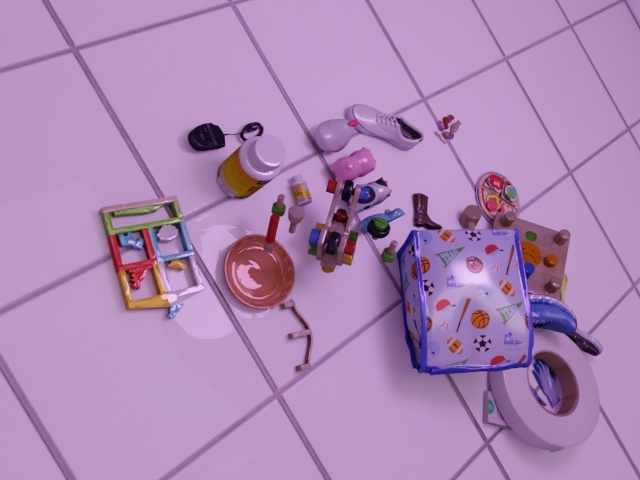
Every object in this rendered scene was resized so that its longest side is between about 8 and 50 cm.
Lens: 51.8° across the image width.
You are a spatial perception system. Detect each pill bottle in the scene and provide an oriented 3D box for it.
[{"bbox_3d":[-0.055,-0.140,1.837,0.043,0.043,0.083,-13,82,-34],"label":"pill bottle"},{"bbox_3d":[-0.173,-0.189,1.677,0.117,0.215,0.117,10,70,-28],"label":"pill bottle"}]

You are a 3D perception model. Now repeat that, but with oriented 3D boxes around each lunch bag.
[{"bbox_3d":[0.401,0.180,1.853,0.328,0.239,0.385,-3,67,-7],"label":"lunch bag"}]

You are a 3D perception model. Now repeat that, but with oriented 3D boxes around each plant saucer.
[{"bbox_3d":[-0.161,0.083,1.707,0.200,0.037,0.199,9,71,-28],"label":"plant saucer"}]

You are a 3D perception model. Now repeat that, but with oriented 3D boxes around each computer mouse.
[{"bbox_3d":[-0.253,-0.281,1.771,0.242,0.041,0.071,-15,82,-40],"label":"computer mouse"}]

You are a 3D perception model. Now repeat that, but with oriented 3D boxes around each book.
[{"bbox_3d":[0.558,0.520,2.011,0.144,0.035,0.096,18,62,-24],"label":"book"}]

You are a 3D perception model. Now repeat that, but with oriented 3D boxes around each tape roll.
[{"bbox_3d":[0.702,0.453,2.057,0.392,0.072,0.391,13,60,-23],"label":"tape roll"}]

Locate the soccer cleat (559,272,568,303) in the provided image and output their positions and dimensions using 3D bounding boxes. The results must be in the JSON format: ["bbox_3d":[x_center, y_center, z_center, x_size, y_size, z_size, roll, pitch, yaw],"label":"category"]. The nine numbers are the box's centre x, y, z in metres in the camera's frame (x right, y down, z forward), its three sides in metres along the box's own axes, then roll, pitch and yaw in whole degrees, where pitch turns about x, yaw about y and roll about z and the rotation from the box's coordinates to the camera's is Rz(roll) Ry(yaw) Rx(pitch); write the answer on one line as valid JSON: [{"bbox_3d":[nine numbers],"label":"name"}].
[{"bbox_3d":[0.783,0.153,2.198,0.121,0.093,0.289,2,63,-13],"label":"soccer cleat"}]

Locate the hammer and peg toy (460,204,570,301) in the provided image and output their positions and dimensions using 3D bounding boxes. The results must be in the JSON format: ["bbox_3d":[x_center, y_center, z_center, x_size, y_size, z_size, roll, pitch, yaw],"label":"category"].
[{"bbox_3d":[0.606,0.040,2.116,0.362,0.127,0.265,18,63,3],"label":"hammer and peg toy"}]

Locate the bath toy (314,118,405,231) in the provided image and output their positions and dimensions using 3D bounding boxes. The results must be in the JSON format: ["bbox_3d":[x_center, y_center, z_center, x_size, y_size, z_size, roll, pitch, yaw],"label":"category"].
[{"bbox_3d":[0.113,-0.203,1.910,0.348,0.129,0.151,63,22,-1],"label":"bath toy"}]

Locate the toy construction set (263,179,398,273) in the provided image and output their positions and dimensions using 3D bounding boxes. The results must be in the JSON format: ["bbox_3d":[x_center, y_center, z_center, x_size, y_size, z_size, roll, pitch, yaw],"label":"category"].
[{"bbox_3d":[0.000,0.000,1.717,0.309,0.237,0.257,-2,50,-17],"label":"toy construction set"}]

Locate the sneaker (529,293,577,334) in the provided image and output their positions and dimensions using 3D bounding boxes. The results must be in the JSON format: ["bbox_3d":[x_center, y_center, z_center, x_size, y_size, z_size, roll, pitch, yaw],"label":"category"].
[{"bbox_3d":[0.621,0.242,2.027,0.330,0.129,0.147,14,54,2],"label":"sneaker"}]

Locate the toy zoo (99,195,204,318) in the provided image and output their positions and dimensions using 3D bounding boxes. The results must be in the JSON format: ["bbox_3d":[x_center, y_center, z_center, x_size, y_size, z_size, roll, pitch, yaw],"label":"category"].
[{"bbox_3d":[-0.396,0.046,1.579,0.192,0.030,0.293,-12,81,-33],"label":"toy zoo"}]

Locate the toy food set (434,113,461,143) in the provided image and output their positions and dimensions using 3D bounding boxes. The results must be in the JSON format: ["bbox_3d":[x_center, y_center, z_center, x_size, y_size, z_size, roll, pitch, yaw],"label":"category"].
[{"bbox_3d":[0.431,-0.385,2.222,0.078,0.019,0.122,43,58,-13],"label":"toy food set"}]

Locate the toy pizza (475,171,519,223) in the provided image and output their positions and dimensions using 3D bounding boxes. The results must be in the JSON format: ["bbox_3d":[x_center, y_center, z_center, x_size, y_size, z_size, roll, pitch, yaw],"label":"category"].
[{"bbox_3d":[0.612,-0.144,2.249,0.201,0.032,0.201,10,70,-29],"label":"toy pizza"}]

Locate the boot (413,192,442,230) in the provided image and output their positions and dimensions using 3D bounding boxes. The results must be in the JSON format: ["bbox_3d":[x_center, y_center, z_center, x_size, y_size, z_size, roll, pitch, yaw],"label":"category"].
[{"bbox_3d":[0.337,-0.093,2.067,0.107,0.037,0.114,14,64,-30],"label":"boot"}]

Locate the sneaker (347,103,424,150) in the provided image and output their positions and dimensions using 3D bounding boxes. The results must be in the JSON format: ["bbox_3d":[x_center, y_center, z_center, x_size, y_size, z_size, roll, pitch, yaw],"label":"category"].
[{"bbox_3d":[0.206,-0.363,2.036,0.258,0.091,0.094,19,66,-25],"label":"sneaker"}]

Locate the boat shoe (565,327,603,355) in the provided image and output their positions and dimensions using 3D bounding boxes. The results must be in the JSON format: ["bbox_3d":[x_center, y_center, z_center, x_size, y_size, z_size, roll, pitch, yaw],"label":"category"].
[{"bbox_3d":[0.851,0.335,2.217,0.229,0.080,0.076,37,65,-15],"label":"boat shoe"}]

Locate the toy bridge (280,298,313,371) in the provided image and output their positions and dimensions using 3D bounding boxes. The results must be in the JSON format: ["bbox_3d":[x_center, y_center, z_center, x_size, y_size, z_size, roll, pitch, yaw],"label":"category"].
[{"bbox_3d":[-0.054,0.244,1.727,0.063,0.026,0.188,-8,79,-35],"label":"toy bridge"}]

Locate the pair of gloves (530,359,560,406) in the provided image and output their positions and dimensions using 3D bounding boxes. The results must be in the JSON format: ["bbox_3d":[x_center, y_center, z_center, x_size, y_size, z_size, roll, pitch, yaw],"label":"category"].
[{"bbox_3d":[0.703,0.476,2.115,0.198,0.023,0.159,-24,88,-34],"label":"pair of gloves"}]
